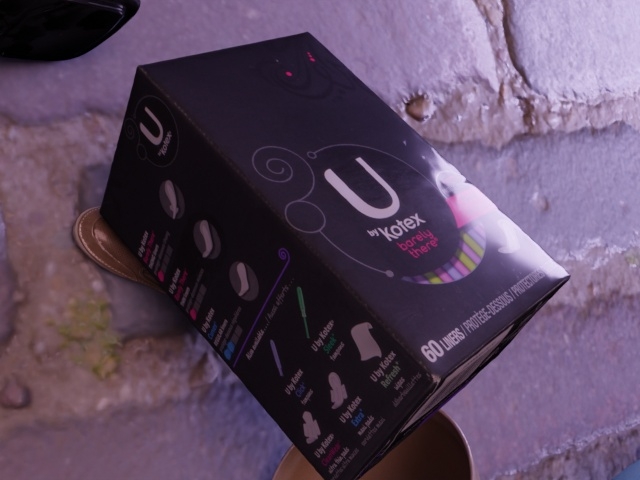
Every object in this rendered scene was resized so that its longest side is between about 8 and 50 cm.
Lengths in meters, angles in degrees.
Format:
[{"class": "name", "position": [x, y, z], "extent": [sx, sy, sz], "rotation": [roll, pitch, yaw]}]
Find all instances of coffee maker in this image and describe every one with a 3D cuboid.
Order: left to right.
[{"class": "coffee maker", "position": [-0.203, -0.236, 0.557], "extent": [0.171, 0.120, 0.178], "rotation": [-18, 86, -33]}]

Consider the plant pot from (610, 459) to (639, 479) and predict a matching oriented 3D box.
[{"class": "plant pot", "position": [0.348, 0.295, 0.649], "extent": [0.255, 0.271, 0.272], "rotation": [-30, 92, -48]}]

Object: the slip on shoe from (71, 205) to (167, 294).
[{"class": "slip on shoe", "position": [-0.122, 0.014, 0.577], "extent": [0.135, 0.041, 0.051], "rotation": [35, 62, -17]}]

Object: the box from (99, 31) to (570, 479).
[{"class": "box", "position": [0.000, 0.000, 0.522], "extent": [0.270, 0.143, 0.165], "rotation": [46, 44, 18]}]

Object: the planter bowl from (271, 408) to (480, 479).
[{"class": "planter bowl", "position": [0.054, 0.212, 0.566], "extent": [0.162, 0.162, 0.109], "rotation": [-56, 131, -29]}]
